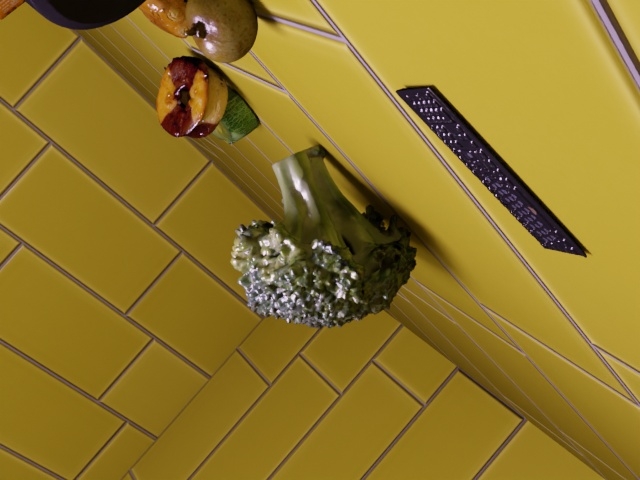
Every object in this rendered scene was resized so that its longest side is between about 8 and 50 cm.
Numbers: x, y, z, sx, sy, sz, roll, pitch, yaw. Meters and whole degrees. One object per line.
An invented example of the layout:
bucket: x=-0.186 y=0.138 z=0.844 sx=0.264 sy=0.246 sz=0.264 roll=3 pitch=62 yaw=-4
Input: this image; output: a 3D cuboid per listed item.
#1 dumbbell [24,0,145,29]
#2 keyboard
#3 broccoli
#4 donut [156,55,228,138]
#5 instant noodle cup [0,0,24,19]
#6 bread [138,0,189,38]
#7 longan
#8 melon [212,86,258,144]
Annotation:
dumbbell: x=-0.237 y=-0.289 z=0.713 sx=0.218 sy=0.152 sz=0.152 roll=40 pitch=176 yaw=22
keyboard: x=0.139 y=-0.054 z=0.702 sx=0.198 sy=0.010 sz=0.064 roll=43 pitch=174 yaw=-19
broccoli: x=-0.006 y=0.019 z=1.243 sx=0.260 sy=0.235 sz=0.288 roll=43 pitch=180 yaw=-1
donut: x=-0.198 y=-0.222 z=1.352 sx=0.059 sy=0.140 sz=0.140 roll=9 pitch=-160 yaw=-42
instant noodle cup: x=-0.399 y=-0.385 z=1.059 sx=0.216 sy=0.172 sz=0.216 roll=42 pitch=175 yaw=4
bread: x=-0.192 y=-0.288 z=1.069 sx=0.081 sy=0.046 sz=0.083 roll=39 pitch=175 yaw=5
longan: x=-0.098 y=-0.205 z=0.826 sx=0.075 sy=0.083 sz=0.075 roll=23 pitch=131 yaw=29
melon: x=-0.166 y=-0.219 z=1.479 sx=0.118 sy=0.064 sz=0.209 roll=46 pitch=174 yaw=4
